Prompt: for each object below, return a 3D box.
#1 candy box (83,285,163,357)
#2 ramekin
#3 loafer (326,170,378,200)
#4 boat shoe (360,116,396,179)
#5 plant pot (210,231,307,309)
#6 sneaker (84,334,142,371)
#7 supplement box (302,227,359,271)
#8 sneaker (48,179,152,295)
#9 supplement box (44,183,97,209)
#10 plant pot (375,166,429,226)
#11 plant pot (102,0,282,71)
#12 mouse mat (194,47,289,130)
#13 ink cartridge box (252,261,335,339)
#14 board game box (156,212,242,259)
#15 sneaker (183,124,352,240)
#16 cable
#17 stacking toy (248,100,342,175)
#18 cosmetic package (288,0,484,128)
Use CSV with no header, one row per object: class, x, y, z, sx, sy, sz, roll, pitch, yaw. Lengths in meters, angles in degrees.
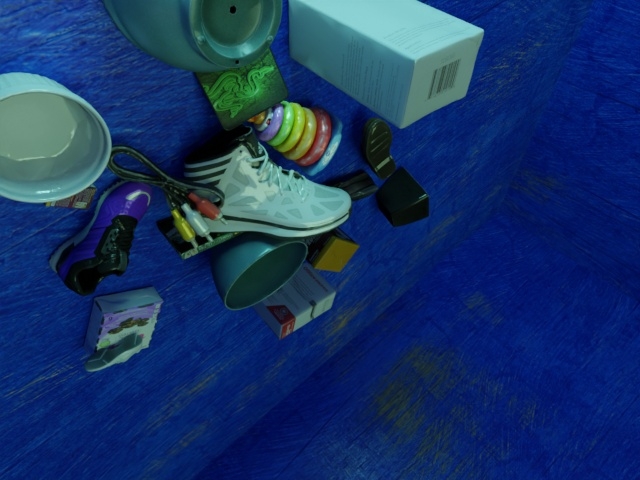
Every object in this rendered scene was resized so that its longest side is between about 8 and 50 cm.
candy box,-0.554,0.236,1.147,0.165,0.070,0.196,-9,134,-49
ramekin,-0.480,-0.177,0.687,0.207,0.109,0.207,-33,149,-23
loafer,0.078,-0.183,1.491,0.303,0.095,0.109,-19,171,-35
boat shoe,0.182,-0.326,1.419,0.111,0.104,0.307,-35,152,-4
plant pot,-0.212,0.039,1.216,0.290,0.195,0.290,-36,159,-16
sneaker,-0.560,0.319,1.115,0.152,0.053,0.061,-23,146,-35
supplement box,0.000,0.000,1.477,0.129,0.194,0.191,-54,151,12
sneaker,-0.458,0.004,0.906,0.293,0.146,0.102,-49,152,3
supplement box,-0.507,-0.098,0.819,0.083,0.043,0.055,3,124,-54
plant pot,0.348,-0.169,1.774,0.167,0.187,0.188,-32,151,0
plant pot,-0.189,-0.416,0.692,0.293,0.196,0.293,-34,148,-24
mouse mat,-0.171,-0.356,0.917,0.190,0.007,0.152,-36,121,-18
ink cartridge box,-0.106,0.233,1.625,0.273,0.197,0.114,-27,147,-32
board game box,-0.283,-0.050,1.090,0.260,0.136,0.030,-27,144,-32
sneaker,-0.117,-0.146,1.015,0.448,0.169,0.257,-2,135,-14
cable,-0.318,-0.108,0.886,0.139,0.072,0.287,-37,129,6
stacking toy,-0.106,-0.298,1.039,0.302,0.165,0.175,14,117,-42
cosmetic package,0.123,-0.433,0.901,0.217,0.385,0.156,-30,146,-24
